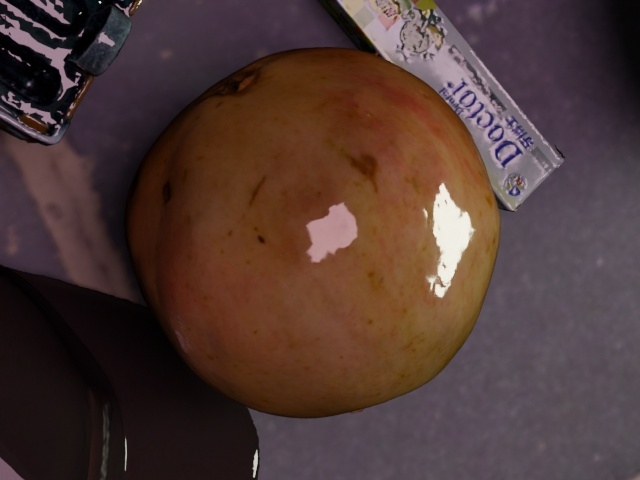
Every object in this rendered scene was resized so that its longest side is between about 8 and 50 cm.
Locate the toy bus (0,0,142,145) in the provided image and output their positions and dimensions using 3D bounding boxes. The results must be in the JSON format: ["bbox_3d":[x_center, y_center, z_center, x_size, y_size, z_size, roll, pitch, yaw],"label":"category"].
[{"bbox_3d":[-0.128,-0.137,0.908,0.091,0.103,0.182,34,75,-19],"label":"toy bus"}]

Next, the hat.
[{"bbox_3d":[-0.163,0.110,0.854,0.336,0.209,0.238,6,87,-22],"label":"hat"}]

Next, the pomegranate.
[{"bbox_3d":[0.000,-0.002,0.924,0.191,0.191,0.191,-1,93,-21],"label":"pomegranate"}]

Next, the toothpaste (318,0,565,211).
[{"bbox_3d":[0.064,-0.091,1.021,0.046,0.034,0.164,-44,106,-10],"label":"toothpaste"}]
